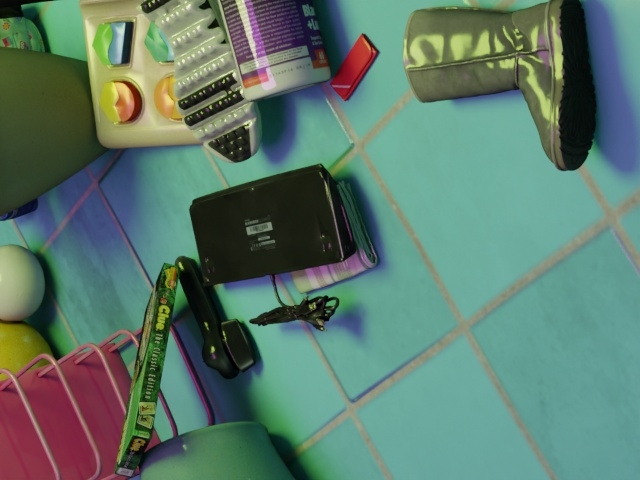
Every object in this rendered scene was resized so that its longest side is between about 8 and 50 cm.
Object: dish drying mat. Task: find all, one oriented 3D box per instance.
[{"bbox_3d":[0.038,-0.202,1.600,0.032,0.008,0.083,54,135,20],"label":"dish drying mat"}]

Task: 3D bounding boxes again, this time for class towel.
[{"bbox_3d":[0.000,0.000,1.701,0.152,0.023,0.113,-24,85,48],"label":"towel"}]

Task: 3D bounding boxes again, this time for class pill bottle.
[{"bbox_3d":[-0.062,-0.269,1.608,0.108,0.108,0.193,-11,96,48],"label":"pill bottle"}]

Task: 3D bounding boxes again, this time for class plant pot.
[{"bbox_3d":[-0.128,0.387,1.812,0.271,0.271,0.255,-40,60,46],"label":"plant pot"},{"bbox_3d":[-0.420,-0.164,1.896,0.256,0.274,0.256,18,117,41],"label":"plant pot"}]

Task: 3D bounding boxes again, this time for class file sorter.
[{"bbox_3d":[-0.329,0.247,1.937,0.182,0.290,0.202,-34,78,44],"label":"file sorter"}]

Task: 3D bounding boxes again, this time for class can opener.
[{"bbox_3d":[-0.153,0.105,1.884,0.186,0.073,0.059,62,176,15],"label":"can opener"}]

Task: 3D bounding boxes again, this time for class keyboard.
[{"bbox_3d":[-0.060,0.021,1.741,0.317,0.033,0.201,-11,91,53],"label":"keyboard"}]

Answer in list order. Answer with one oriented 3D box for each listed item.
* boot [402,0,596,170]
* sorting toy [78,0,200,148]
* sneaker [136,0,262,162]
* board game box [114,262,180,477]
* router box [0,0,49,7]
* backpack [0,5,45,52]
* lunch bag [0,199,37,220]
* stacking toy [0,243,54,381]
[{"bbox_3d":[0.179,-0.160,1.420,0.208,0.076,0.190,-3,87,40],"label":"boot"},{"bbox_3d":[-0.233,-0.225,1.817,0.193,0.038,0.208,-1,105,28],"label":"sorting toy"},{"bbox_3d":[-0.135,-0.241,1.699,0.110,0.118,0.292,-16,101,30],"label":"sneaker"},{"bbox_3d":[-0.231,0.173,1.836,0.136,0.030,0.260,124,157,-54],"label":"board game box"},{"bbox_3d":[-0.279,-0.426,1.680,0.081,0.243,0.309,56,135,16],"label":"router box"},{"bbox_3d":[-0.471,-0.258,2.036,0.152,0.115,0.182,-3,102,59],"label":"backpack"},{"bbox_3d":[-0.500,-0.082,2.163,0.067,0.065,0.098,-16,92,48],"label":"lunch bag"},{"bbox_3d":[-0.527,0.240,2.198,0.350,0.350,0.480,22,100,40],"label":"stacking toy"}]
